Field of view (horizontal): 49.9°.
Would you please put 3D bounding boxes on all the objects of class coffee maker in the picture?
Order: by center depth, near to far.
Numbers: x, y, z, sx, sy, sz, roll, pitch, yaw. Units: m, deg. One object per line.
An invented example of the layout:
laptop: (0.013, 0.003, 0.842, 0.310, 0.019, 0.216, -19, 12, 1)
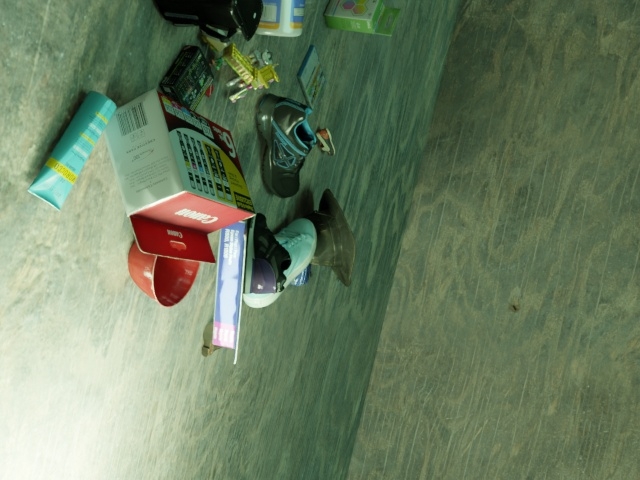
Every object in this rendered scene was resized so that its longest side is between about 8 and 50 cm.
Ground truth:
coffee maker: (-0.217, -0.479, 1.321, 0.171, 0.178, 0.120, 87, 23, -45)

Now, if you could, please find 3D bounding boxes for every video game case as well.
video game case: (-0.025, -0.492, 2.091, 0.166, 0.015, 0.119, 65, 42, -61)

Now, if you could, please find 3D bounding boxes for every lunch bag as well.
lunch bag: (-0.074, 0.099, 2.272, 0.065, 0.067, 0.098, -14, 115, -69)

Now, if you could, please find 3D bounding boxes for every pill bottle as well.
pill bottle: (-0.106, -0.616, 1.581, 0.152, 0.152, 0.272, -37, 136, -61)

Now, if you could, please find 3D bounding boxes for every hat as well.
hat: (0.000, 0.000, 2.238, 0.331, 0.133, 0.331, 170, -90, -73)

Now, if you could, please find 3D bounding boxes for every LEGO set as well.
LEGO set: (-0.198, -0.396, 1.607, 0.287, 0.107, 0.132, -5, 73, -65)

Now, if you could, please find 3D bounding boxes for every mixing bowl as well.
mixing bowl: (-0.339, 0.041, 1.451, 0.181, 0.098, 0.182, 14, 90, -70)

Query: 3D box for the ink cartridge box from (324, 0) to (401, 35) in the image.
ink cartridge box: (0.128, -0.693, 2.088, 0.062, 0.209, 0.109, 65, 42, -61)

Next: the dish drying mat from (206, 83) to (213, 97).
dish drying mat: (-0.258, -0.361, 1.543, 0.083, 0.008, 0.032, 73, 36, -55)

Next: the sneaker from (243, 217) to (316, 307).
sneaker: (-0.112, 0.029, 2.023, 0.150, 0.135, 0.366, 89, 23, -43)

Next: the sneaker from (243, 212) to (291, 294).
sneaker: (-0.140, 0.040, 1.854, 0.283, 0.124, 0.107, -91, -172, -46)

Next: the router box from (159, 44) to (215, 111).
router box: (-0.279, -0.335, 1.449, 0.122, 0.038, 0.092, -64, 154, -26)

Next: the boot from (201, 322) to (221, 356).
boot: (-0.275, 0.253, 1.864, 0.114, 0.037, 0.106, -23, 138, -62)

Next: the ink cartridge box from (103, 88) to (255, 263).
ink cartridge box: (-0.258, -0.108, 1.347, 0.309, 0.130, 0.272, 16, 55, -71)

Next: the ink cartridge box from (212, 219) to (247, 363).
ink cartridge box: (-0.218, 0.075, 1.660, 0.330, 0.071, 0.324, -101, -163, -70)

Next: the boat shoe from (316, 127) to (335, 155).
boat shoe: (0.017, -0.323, 2.284, 0.043, 0.049, 0.137, -29, 152, -4)

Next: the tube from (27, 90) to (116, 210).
tube: (-0.422, -0.157, 1.178, 0.207, 0.052, 0.080, -65, 148, -14)

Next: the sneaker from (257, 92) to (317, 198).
sneaker: (-0.084, -0.242, 1.909, 0.341, 0.139, 0.125, 83, 26, -48)
